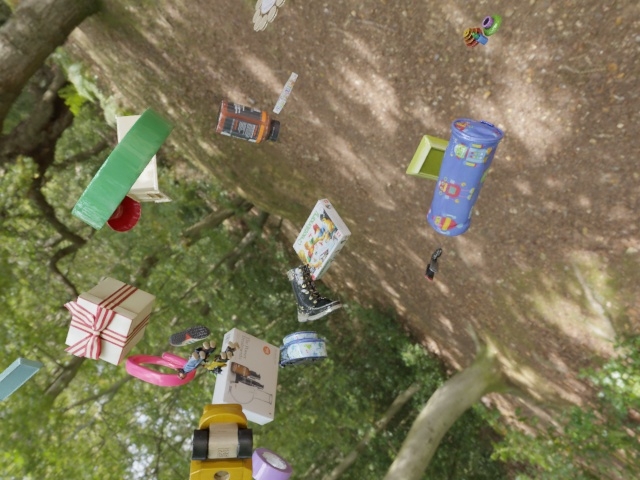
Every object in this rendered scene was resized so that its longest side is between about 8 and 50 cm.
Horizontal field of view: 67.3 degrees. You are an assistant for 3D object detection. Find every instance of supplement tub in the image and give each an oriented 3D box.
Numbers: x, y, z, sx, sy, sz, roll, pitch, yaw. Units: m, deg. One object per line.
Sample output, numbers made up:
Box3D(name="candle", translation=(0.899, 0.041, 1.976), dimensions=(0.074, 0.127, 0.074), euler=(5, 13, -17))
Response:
Box3D(name="supplement tub", translation=(-0.232, -0.374, 1.544), dimensions=(0.198, 0.106, 0.106), euler=(11, -177, -18))

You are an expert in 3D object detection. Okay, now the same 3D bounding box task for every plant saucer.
Box3D(name="plant saucer", translation=(-0.820, 0.373, 1.276), dimensions=(0.067, 0.192, 0.018), euler=(35, -156, -44))
Box3D(name="plant saucer", translation=(0.488, -0.339, 2.051), dimensions=(0.188, 0.188, 0.045), euler=(9, -148, -23))

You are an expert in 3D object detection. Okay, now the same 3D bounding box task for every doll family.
Box3D(name="doll family", translation=(-0.320, 0.339, 1.349), dimensions=(0.193, 0.111, 0.076), euler=(16, -137, -40))

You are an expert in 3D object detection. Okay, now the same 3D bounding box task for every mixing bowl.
Box3D(name="mixing bowl", translation=(-0.906, -0.134, 2.140), dimensions=(0.098, 0.181, 0.181), euler=(12, 160, 29))

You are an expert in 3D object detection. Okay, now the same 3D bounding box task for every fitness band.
Box3D(name="fitness band", translation=(-0.627, 0.501, 1.895), dimensions=(0.291, 0.054, 0.209), euler=(10, -178, 26))

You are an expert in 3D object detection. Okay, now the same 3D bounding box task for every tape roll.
Box3D(name="tape roll", translation=(-0.480, -0.177, 1.178), dimensions=(0.077, 0.321, 0.321), euler=(35, 176, -22))
Box3D(name="tape roll", translation=(-0.219, 0.988, 2.082), dimensions=(0.189, 0.080, 0.189), euler=(29, 175, 3))

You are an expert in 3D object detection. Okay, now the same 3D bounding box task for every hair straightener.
Box3D(name="hair straightener", translation=(0.482, 0.075, 1.975), dimensions=(0.047, 0.089, 0.230), euler=(33, -146, 7))

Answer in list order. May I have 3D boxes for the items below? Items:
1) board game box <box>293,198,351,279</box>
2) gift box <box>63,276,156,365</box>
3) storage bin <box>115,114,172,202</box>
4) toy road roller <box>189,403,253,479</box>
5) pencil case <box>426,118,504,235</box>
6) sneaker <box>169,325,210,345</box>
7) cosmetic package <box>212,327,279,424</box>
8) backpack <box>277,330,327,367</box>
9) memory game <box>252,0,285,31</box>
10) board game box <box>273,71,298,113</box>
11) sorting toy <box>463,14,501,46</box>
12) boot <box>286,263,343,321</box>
Box3D(name="board game box", translation=(0.000, 0.000, 2.004), dimensions=(0.193, 0.053, 0.305), euler=(57, 138, 25))
Box3D(name="gift box", translation=(-0.853, 0.321, 1.908), dimensions=(0.276, 0.255, 0.258), euler=(18, -163, -1))
Box3D(name="storage bin", translation=(-0.607, -0.277, 1.677), dimensions=(0.260, 0.123, 0.262), euler=(141, 122, -83))
Box3D(name="toy road roller", translation=(-0.339, 0.719, 1.665), dimensions=(0.202, 0.329, 0.240), euler=(3, -158, -12))
Box3D(name="pencil case", translation=(0.354, -0.155, 1.200), dimensions=(0.119, 0.133, 0.306), euler=(32, 138, 26))
Box3D(name="sneaker", translation=(-0.525, 0.386, 1.928), dimensions=(0.075, 0.161, 0.057), euler=(129, 125, -64))
Box3D(name="cosmetic package", translation=(-0.343, 0.642, 2.284), dimensions=(0.284, 0.097, 0.377), euler=(34, -141, -30))
Box3D(name="backpack", translation=(-0.043, 0.281, 1.254), dimensions=(0.105, 0.084, 0.114), euler=(6, 158, -34))
Box3D(name="memory game", translation=(-0.107, -0.573, 1.115), dimensions=(0.012, 0.186, 0.186), euler=(19, -174, -33))
Box3D(name="board game box", translation=(-0.151, -0.636, 2.074), dimensions=(0.026, 0.154, 0.103), euler=(26, 157, -15))
Box3D(name="sorting toy", translation=(0.381, -0.504, 1.152), dimensions=(0.042, 0.061, 0.102), euler=(17, 156, -26))
Box3D(name="boot", translation=(-0.028, 0.160, 1.516), dimensions=(0.236, 0.085, 0.179), euler=(-27, 79, 59))
